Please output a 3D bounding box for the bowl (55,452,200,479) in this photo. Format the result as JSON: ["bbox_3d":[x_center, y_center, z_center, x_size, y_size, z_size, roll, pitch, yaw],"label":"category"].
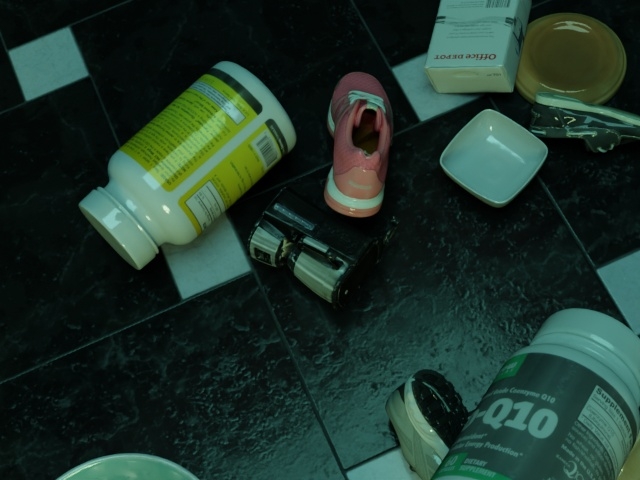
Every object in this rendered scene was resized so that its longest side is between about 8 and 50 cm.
[{"bbox_3d":[-0.257,0.463,1.473,0.311,0.163,0.312,-2,64,5],"label":"bowl"}]

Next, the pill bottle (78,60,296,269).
[{"bbox_3d":[-0.215,-0.116,1.725,0.334,0.188,0.188,-43,68,-14],"label":"pill bottle"}]

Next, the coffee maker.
[{"bbox_3d":[0.000,0.000,1.700,0.178,0.120,0.171,32,45,18],"label":"coffee maker"}]

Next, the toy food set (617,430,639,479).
[{"bbox_3d":[0.498,0.419,1.445,0.306,0.092,0.220,40,75,22],"label":"toy food set"}]

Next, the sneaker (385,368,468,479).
[{"bbox_3d":[0.182,0.320,1.536,0.100,0.108,0.272,-15,74,-41],"label":"sneaker"}]

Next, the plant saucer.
[{"bbox_3d":[0.418,-0.308,1.825,0.199,0.037,0.200,-2,64,5],"label":"plant saucer"}]

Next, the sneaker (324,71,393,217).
[{"bbox_3d":[0.077,-0.184,1.718,0.115,0.136,0.314,9,47,-7],"label":"sneaker"}]

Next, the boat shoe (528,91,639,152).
[{"bbox_3d":[0.456,-0.181,1.752,0.233,0.084,0.079,13,105,5],"label":"boat shoe"}]

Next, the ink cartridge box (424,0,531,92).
[{"bbox_3d":[0.268,-0.348,1.820,0.139,0.082,0.191,4,66,26],"label":"ink cartridge box"}]

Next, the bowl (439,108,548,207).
[{"bbox_3d":[0.280,-0.125,1.747,0.142,0.053,0.142,38,73,21],"label":"bowl"}]

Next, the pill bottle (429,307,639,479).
[{"bbox_3d":[0.299,0.269,1.435,0.204,0.204,0.361,27,51,18],"label":"pill bottle"}]
